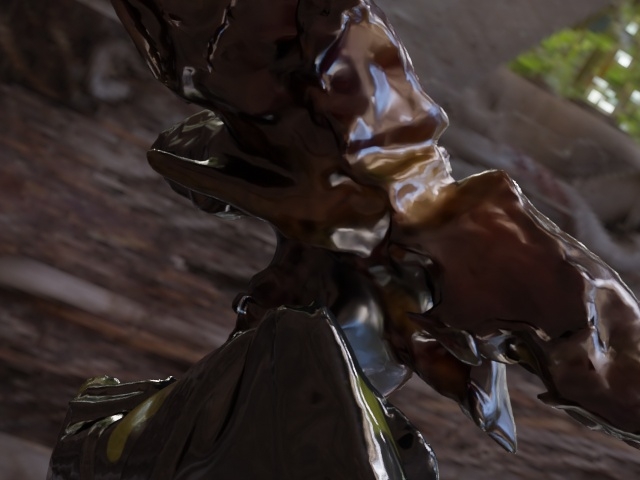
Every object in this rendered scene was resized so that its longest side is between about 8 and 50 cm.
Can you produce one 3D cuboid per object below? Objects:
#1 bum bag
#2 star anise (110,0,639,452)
[{"bbox_3d":[-0.027,0.078,0.464,0.232,0.060,0.107,-19,-104,61],"label":"bum bag"},{"bbox_3d":[0.003,-0.002,0.518,0.053,0.212,0.157,-40,-178,-34],"label":"star anise"}]
